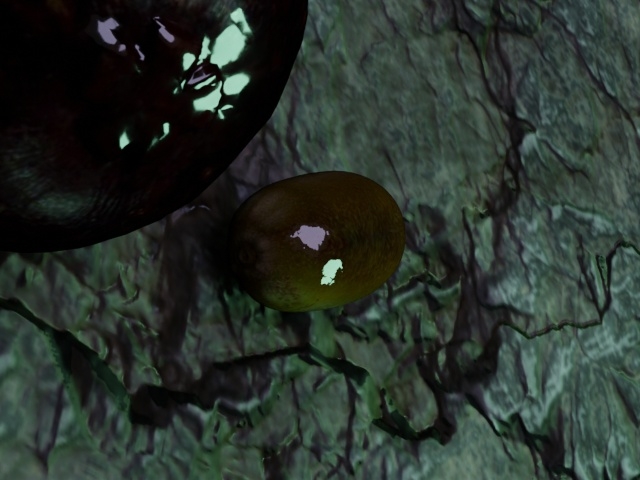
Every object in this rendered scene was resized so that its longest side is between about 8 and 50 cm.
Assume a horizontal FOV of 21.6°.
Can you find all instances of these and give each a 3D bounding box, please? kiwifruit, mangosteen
[{"bbox_3d":[0.000,0.000,0.916,0.124,0.075,0.075,-8,79,-56],"label":"kiwifruit"},{"bbox_3d":[-0.130,-0.119,0.728,0.228,0.228,0.265,23,16,-43],"label":"mangosteen"}]
